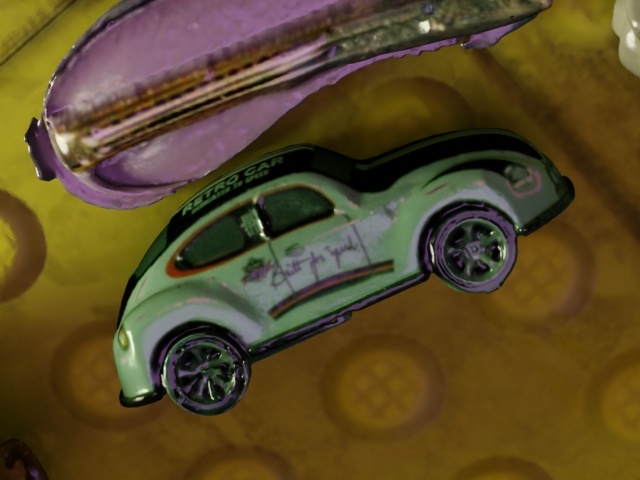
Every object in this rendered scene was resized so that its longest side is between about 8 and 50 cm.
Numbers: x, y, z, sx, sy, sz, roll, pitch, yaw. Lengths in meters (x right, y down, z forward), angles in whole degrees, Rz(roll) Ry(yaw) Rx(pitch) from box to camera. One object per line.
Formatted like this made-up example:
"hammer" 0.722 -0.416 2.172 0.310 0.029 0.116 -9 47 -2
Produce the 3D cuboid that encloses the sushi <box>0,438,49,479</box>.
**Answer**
"sushi" -0.271 0.170 1.136 0.204 0.200 0.213 -8 114 -3

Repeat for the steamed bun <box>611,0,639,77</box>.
"steamed bun" 0.259 -0.138 1.072 0.182 0.106 0.183 0 114 1

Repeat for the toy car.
"toy car" 0.000 0.000 1.109 0.305 0.136 0.125 -26 99 9

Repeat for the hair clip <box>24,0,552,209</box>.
"hair clip" -0.020 -0.120 1.094 0.358 0.096 0.110 -17 150 14
